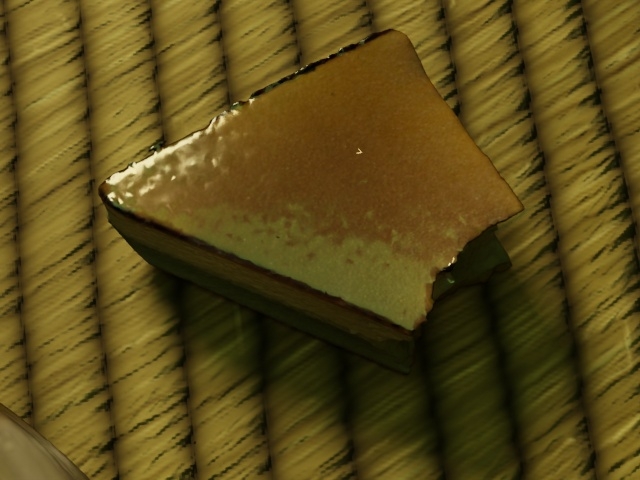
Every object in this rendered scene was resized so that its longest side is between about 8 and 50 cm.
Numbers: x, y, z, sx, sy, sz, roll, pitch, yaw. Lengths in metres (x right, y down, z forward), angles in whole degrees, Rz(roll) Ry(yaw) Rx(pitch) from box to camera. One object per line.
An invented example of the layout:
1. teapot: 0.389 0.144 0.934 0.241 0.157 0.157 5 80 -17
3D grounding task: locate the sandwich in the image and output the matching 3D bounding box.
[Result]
1. sandwich: 0.000 0.000 1.036 0.220 0.108 0.186 -28 71 -11

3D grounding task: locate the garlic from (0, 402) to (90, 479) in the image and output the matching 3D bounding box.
1. garlic: -0.181 0.203 0.978 0.143 0.112 0.318 -28 61 -6
